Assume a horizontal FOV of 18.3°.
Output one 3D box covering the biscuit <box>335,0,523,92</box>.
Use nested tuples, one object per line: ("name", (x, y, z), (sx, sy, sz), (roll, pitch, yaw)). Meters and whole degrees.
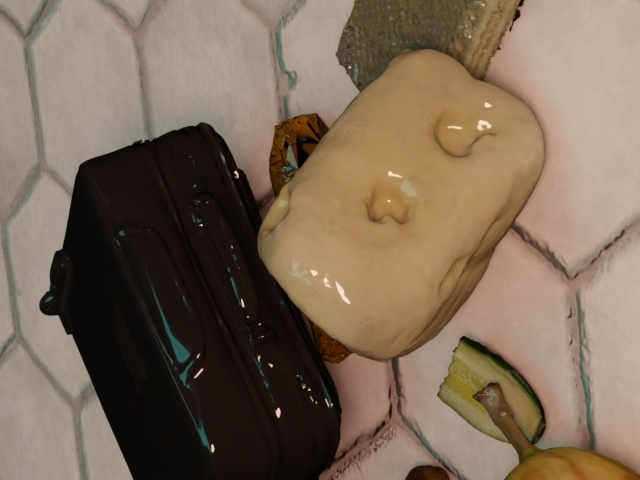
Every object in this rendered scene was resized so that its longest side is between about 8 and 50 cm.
("biscuit", (0.093, -0.199, 1.631), (0.147, 0.046, 0.250), (55, 139, 30))

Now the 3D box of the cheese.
("cheese", (0.040, 0.008, 1.597), (0.173, 0.251, 0.248), (32, 145, 6))

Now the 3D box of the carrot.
("carrot", (0.000, 0.000, 1.809), (0.069, 0.069, 0.228), (-13, 90, 56))

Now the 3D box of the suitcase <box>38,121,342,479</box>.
("suitcase", (-0.122, 0.097, 1.855), (0.339, 0.188, 0.345), (112, 138, -62))

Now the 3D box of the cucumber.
("cucumber", (0.151, 0.130, 1.653), (0.107, 0.035, 0.067), (38, 121, 35))

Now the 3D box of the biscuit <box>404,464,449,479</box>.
("biscuit", (0.066, 0.311, 1.788), (0.236, 0.039, 0.180), (-58, 33, 35))

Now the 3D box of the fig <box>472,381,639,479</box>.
("fig", (0.183, 0.199, 1.532), (0.143, 0.160, 0.231), (104, 155, -69))
